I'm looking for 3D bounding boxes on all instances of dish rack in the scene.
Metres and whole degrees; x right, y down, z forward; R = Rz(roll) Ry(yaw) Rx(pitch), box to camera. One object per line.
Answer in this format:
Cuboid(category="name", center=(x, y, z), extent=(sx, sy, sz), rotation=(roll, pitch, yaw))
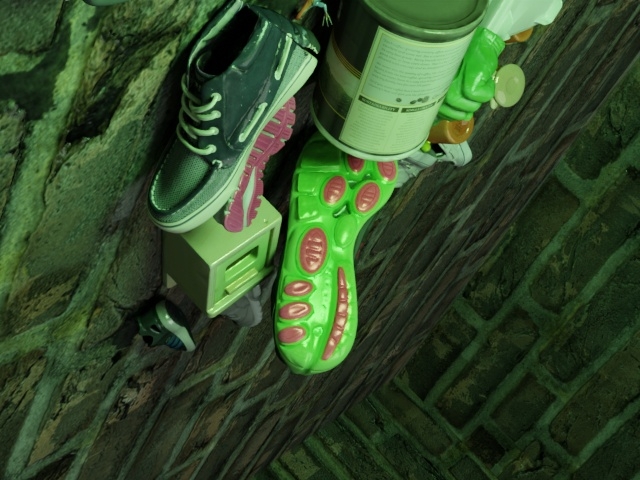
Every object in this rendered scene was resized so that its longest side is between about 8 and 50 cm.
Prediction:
Cuboid(category="dish rack", center=(0.382, -0.468, 1.631), extent=(0.285, 0.072, 0.333), rotation=(-27, 154, -46))

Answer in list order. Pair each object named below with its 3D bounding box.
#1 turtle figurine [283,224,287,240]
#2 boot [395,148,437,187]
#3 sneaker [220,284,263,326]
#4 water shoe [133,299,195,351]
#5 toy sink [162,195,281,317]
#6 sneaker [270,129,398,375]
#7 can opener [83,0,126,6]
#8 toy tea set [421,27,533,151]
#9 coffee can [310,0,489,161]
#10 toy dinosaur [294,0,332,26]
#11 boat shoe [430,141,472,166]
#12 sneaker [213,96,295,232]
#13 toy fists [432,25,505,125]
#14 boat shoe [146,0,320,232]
Cuboid(category="turtle figurine", center=(-0.017, -0.008, 1.929), extent=(0.234, 0.118, 0.175), rotation=(108, -9, -58))
Cuboid(category="boot", center=(0.148, -0.162, 1.983), extent=(0.123, 0.095, 0.258), rotation=(-42, 158, 15))
Cuboid(category="sneaker", center=(-0.177, 0.098, 1.877), extent=(0.115, 0.105, 0.281), rotation=(-11, 157, -7))
Cuboid(category="water shoe", center=(-0.289, 0.162, 1.794), extent=(0.080, 0.073, 0.203), rotation=(-22, 156, -2))
Cuboid(category="toy sink", center=(-0.166, 0.024, 1.626), extent=(0.152, 0.131, 0.234), rotation=(-35, 160, -27))
Cuboid(category="sneaker", center=(0.000, 0.000, 1.694), extent=(0.202, 0.185, 0.483), rotation=(136, -27, -66))
Cuboid(category="can opener", center=(-0.146, -0.302, 1.011), extent=(0.283, 0.095, 0.076), rotation=(-31, 158, -36))
Cuboid(category="toy tea set", center=(0.287, -0.329, 1.926), extent=(0.336, 0.124, 0.200), rotation=(-36, 122, -21))
Cuboid(category="coffee can", center=(0.109, -0.280, 1.453), extent=(0.201, 0.201, 0.275), rotation=(-34, 159, -32))
Cuboid(category="toy dinosaur", center=(-0.008, -0.344, 1.354), extent=(0.082, 0.047, 0.090), rotation=(-32, 125, -3))
Cuboid(category="boat shoe", center=(0.266, -0.219, 2.145), extent=(0.084, 0.095, 0.258), rotation=(-41, 152, -1))
Cuboid(category="sneaker", center=(-0.123, -0.145, 1.412), extent=(0.252, 0.111, 0.103), rotation=(-67, 155, -5))
Cuboid(category="toy fists", center=(0.211, -0.265, 1.661), extent=(0.142, 0.096, 0.279), rotation=(-64, -158, -8))
Cuboid(category="boat shoe", center=(-0.151, -0.167, 1.288), extent=(0.341, 0.127, 0.158), rotation=(-56, 155, 6))
